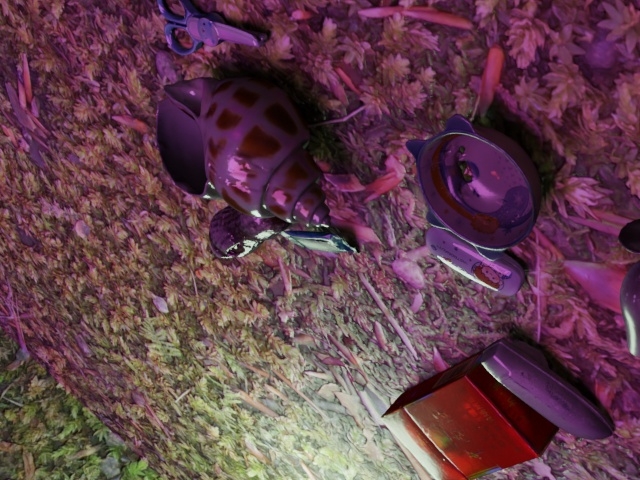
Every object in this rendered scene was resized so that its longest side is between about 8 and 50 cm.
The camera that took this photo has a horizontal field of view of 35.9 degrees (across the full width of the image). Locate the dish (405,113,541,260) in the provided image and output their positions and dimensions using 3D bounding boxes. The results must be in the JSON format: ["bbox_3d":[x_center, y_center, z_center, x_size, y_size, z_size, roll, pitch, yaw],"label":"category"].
[{"bbox_3d":[0.240,-0.099,1.478,0.228,0.086,0.236,30,141,24],"label":"dish"}]

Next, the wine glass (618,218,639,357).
[{"bbox_3d":[0.471,0.074,1.400,0.093,0.093,0.202,16,134,36],"label":"wine glass"}]

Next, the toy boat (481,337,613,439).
[{"bbox_3d":[0.391,0.252,1.671,0.261,0.085,0.078,37,145,-4],"label":"toy boat"}]

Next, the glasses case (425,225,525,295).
[{"bbox_3d":[0.252,0.030,1.620,0.179,0.045,0.067,30,142,22],"label":"glasses case"}]

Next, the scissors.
[{"bbox_3d":[-0.189,-0.367,1.713,0.256,0.030,0.125,19,135,37],"label":"scissors"}]

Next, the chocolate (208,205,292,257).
[{"bbox_3d":[-0.136,-0.034,1.913,0.248,0.110,0.110,-23,106,49],"label":"chocolate"}]

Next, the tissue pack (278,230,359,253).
[{"bbox_3d":[0.000,0.000,1.841,0.138,0.027,0.085,3,161,30],"label":"tissue pack"}]

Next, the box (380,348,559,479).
[{"bbox_3d":[0.271,0.344,1.863,0.197,0.089,0.313,47,145,-1],"label":"box"}]

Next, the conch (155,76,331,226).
[{"bbox_3d":[-0.129,-0.148,1.682,0.249,0.197,0.368,-50,49,24],"label":"conch"}]
